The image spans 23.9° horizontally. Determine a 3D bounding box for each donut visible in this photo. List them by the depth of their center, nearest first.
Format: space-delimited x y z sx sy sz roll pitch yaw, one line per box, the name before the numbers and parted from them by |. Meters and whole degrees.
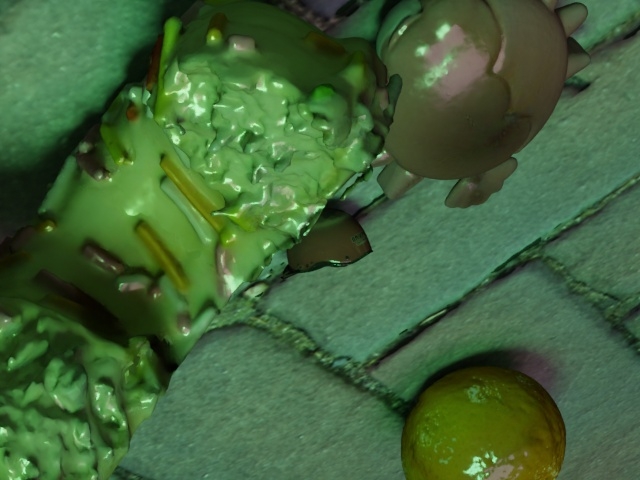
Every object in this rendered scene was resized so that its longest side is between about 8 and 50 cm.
donut | -0.111 -0.003 0.980 0.150 0.307 0.371 38 97 -9

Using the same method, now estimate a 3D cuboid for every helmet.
helmet | -0.002 -0.001 1.254 0.084 0.049 0.065 -14 -171 26

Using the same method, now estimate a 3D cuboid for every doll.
doll | 0.112 -0.112 1.145 0.211 0.093 0.262 -28 146 -4

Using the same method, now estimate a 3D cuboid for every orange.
orange | 0.166 0.211 1.553 0.177 0.155 0.177 -23 153 -12
